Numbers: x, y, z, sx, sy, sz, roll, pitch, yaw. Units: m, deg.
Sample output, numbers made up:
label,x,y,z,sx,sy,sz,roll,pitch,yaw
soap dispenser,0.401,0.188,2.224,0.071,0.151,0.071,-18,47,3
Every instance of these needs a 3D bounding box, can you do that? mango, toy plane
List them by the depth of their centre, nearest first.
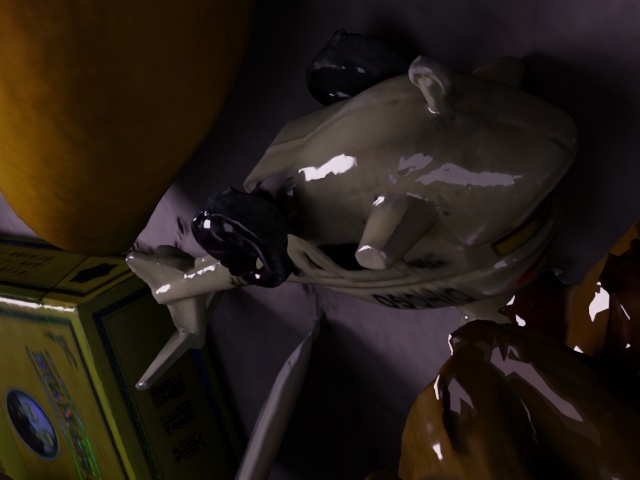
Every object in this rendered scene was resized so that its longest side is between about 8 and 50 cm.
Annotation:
label,x,y,z,sx,sy,sz,roll,pitch,yaw
toy plane,0.000,0.000,0.623,0.108,0.092,0.286,44,150,-19
mango,-0.096,-0.104,0.651,0.176,0.119,0.317,43,152,23

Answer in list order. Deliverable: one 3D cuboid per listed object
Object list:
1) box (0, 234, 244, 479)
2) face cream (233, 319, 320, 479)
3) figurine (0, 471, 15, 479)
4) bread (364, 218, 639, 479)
label,x,y,z,sx,sy,sz,roll,pitch,yaw
box,-0.127,0.073,0.862,0.220,0.064,0.141,5,118,51
face cream,-0.044,0.143,0.682,0.070,0.224,0.114,19,141,-4
figurine,-0.179,0.164,0.830,0.138,0.125,0.125,-1,112,52
bread,0.077,0.214,0.532,0.314,0.191,0.370,56,147,27
